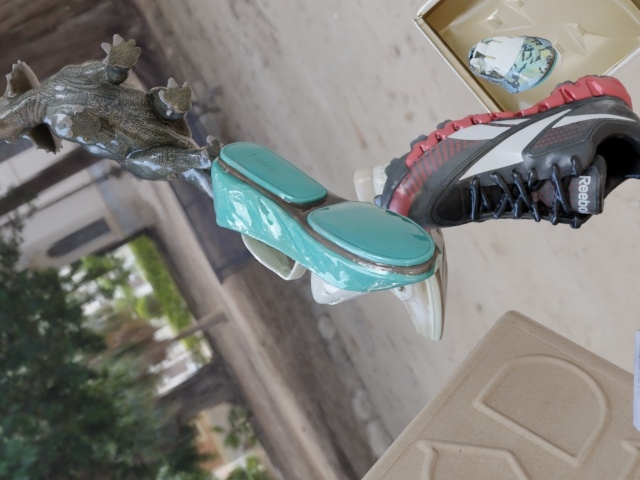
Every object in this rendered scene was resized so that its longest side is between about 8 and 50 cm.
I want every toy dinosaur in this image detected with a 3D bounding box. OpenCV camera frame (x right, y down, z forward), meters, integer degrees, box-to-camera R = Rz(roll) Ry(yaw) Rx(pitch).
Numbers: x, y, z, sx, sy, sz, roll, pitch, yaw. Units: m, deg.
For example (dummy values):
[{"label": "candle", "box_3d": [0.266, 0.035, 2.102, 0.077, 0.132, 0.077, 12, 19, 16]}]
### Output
[{"label": "toy dinosaur", "box_3d": [-0.175, -0.106, 0.971, 0.160, 0.314, 0.120, -1, 77, 64]}]

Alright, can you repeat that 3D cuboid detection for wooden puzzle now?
[{"label": "wooden puzzle", "box_3d": [0.233, 0.236, 0.936, 0.322, 0.348, 0.080, 30, 131, 22]}]

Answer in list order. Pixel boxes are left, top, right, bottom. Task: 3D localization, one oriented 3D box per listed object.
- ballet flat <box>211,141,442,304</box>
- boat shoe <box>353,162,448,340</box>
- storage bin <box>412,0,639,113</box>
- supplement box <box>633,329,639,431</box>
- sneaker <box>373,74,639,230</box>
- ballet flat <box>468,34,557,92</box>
[{"label": "ballet flat", "box_3d": [0.000, 0.000, 0.830, 0.247, 0.083, 0.087, 31, 127, 41]}, {"label": "boat shoe", "box_3d": [0.112, 0.017, 1.396, 0.109, 0.098, 0.302, -81, -19, -45]}, {"label": "storage bin", "box_3d": [0.309, -0.310, 1.480, 0.260, 0.262, 0.123, 51, -165, 5]}, {"label": "supplement box", "box_3d": [0.327, 0.095, 0.627, 0.130, 0.240, 0.073, -114, 20, -73]}, {"label": "sneaker", "box_3d": [0.191, -0.064, 0.976, 0.135, 0.276, 0.097, -120, 14, -46]}, {"label": "ballet flat", "box_3d": [0.210, -0.206, 1.193, 0.070, 0.070, 0.188, 62, 176, -9]}]
